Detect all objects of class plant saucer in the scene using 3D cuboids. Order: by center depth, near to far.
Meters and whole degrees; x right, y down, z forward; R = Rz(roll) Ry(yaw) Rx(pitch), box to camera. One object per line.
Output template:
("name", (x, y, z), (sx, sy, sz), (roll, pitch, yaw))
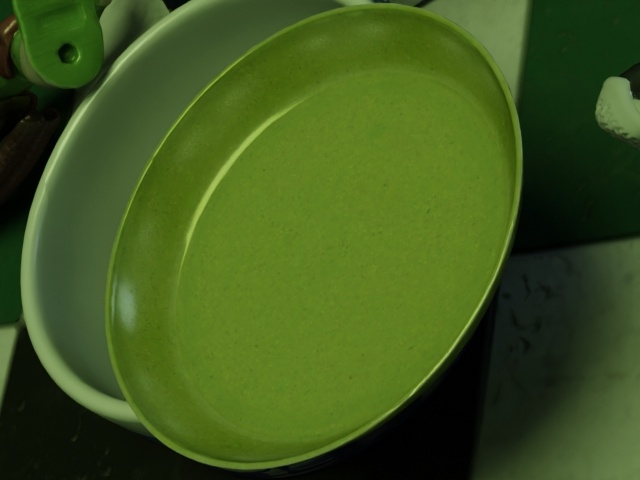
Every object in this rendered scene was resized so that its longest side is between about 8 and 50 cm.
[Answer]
("plant saucer", (0.000, 0.000, 0.902), (0.241, 0.037, 0.241), (-19, 55, 30))

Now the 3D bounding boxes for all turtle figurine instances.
("turtle figurine", (-0.233, -0.150, 1.177), (0.275, 0.198, 0.266), (-70, 18, -6))

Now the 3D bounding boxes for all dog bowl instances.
("dog bowl", (-0.033, -0.008, 1.033), (0.265, 0.104, 0.265), (-19, 55, 29))

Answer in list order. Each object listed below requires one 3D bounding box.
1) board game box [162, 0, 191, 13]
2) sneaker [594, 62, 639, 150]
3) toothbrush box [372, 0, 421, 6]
("board game box", (-0.092, -0.247, 1.160), (0.060, 0.194, 0.194), (-15, 60, 9))
("sneaker", (0.258, -0.092, 0.837), (0.268, 0.101, 0.153), (8, 81, 36))
("toothbrush box", (-0.008, -0.304, 1.108), (0.126, 0.216, 0.295), (-30, 49, 23))
